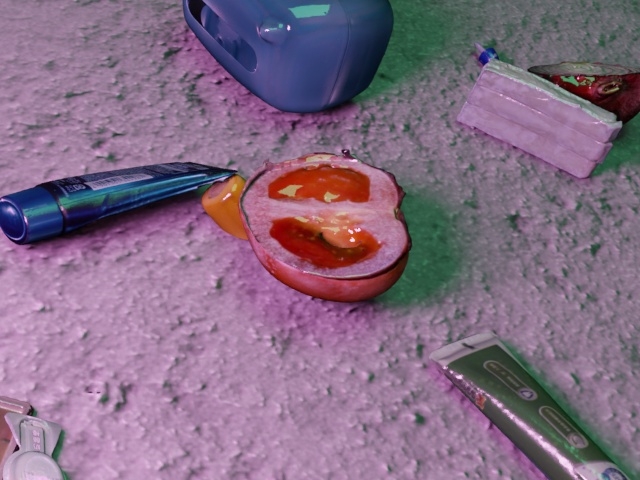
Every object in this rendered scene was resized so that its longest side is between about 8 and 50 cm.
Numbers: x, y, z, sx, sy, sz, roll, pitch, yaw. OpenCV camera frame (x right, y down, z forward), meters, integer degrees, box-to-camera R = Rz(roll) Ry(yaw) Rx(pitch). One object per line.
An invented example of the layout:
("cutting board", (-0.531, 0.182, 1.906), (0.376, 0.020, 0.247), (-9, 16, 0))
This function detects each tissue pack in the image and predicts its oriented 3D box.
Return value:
("tissue pack", (-0.062, -0.310, 1.815), (0.206, 0.198, 0.287), (-19, 54, -35))

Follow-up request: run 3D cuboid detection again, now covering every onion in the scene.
("onion", (0.395, -0.204, 1.945), (0.205, 0.098, 0.151), (-2, 18, -14))

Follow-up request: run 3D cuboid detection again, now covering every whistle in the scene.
("whistle", (0.262, -0.275, 2.039), (0.083, 0.029, 0.033), (55, 14, 29))

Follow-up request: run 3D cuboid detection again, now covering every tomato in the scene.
("tomato", (0.000, 0.000, 1.553), (0.199, 0.112, 0.228), (5, 40, -4))

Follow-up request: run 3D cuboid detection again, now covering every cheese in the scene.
("cheese", (-0.269, 0.214, 1.257), (0.067, 0.026, 0.121), (21, 36, -30))

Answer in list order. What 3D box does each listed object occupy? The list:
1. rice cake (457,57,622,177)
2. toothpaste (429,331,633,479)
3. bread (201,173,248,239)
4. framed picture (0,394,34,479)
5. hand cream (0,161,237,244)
("rice cake", (0.308, -0.168, 1.868), (0.211, 0.124, 0.038), (30, 46, 5))
("toothpaste", (0.269, 0.237, 1.428), (0.098, 0.061, 0.392), (-17, 48, -35))
("bread", (-0.095, -0.029, 1.605), (0.062, 0.103, 0.049), (-34, 35, 5))
("framed picture", (-0.403, 0.228, 1.207), (0.213, 0.016, 0.289), (16, 39, -4))
("hand cream", (-0.237, -0.058, 1.547), (0.270, 0.061, 0.120), (-19, 18, -33))
